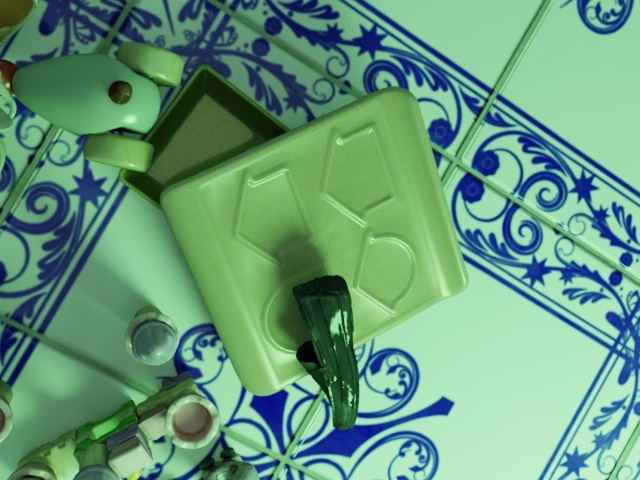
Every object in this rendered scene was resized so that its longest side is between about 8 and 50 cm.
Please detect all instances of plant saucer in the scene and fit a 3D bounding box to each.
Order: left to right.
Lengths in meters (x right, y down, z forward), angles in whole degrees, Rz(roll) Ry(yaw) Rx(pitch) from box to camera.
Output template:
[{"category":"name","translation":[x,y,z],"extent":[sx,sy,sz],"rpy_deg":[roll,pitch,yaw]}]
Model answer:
[{"category":"plant saucer","translation":[-0.139,-0.103,1.085],"extent":[0.188,0.045,0.188],"rpy_deg":[37,86,-15]}]

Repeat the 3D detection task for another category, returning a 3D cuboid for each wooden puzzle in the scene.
[{"category":"wooden puzzle","translation":[0.000,0.000,1.086],"extent":[0.348,0.080,0.322],"rpy_deg":[-25,114,-10]}]

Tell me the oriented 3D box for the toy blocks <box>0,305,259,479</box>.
[{"category":"toy blocks","translation":[-0.245,0.274,0.984],"extent":[0.289,0.260,0.308],"rpy_deg":[-26,101,-11]}]

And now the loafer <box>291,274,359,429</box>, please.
[{"category":"loafer","translation":[0.007,0.149,1.059],"extent":[0.078,0.076,0.223],"rpy_deg":[-8,113,-2]}]

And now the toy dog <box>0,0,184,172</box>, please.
[{"category":"toy dog","translation":[-0.325,-0.182,0.948],"extent":[0.334,0.161,0.220],"rpy_deg":[-7,88,-8]}]
